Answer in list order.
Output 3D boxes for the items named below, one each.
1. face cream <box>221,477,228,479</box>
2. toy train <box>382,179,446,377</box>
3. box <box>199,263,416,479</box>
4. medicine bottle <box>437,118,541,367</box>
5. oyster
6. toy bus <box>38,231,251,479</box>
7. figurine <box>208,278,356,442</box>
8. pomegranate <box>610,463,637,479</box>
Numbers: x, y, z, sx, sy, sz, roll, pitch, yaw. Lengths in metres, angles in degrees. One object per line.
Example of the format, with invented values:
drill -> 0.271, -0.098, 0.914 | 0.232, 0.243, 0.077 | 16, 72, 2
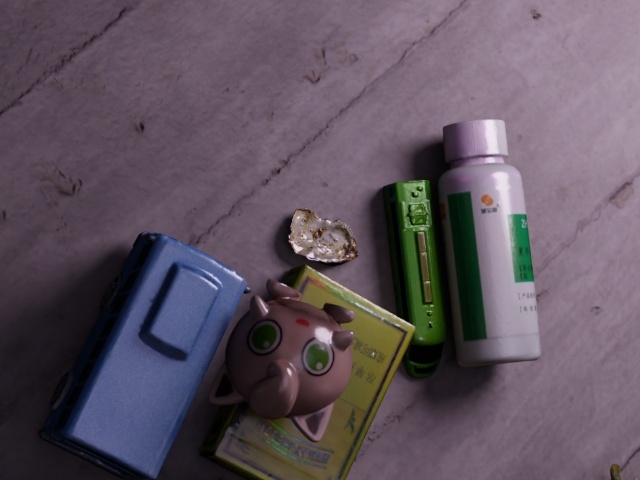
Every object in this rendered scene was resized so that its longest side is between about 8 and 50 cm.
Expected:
face cream -> -0.107, 0.301, 1.686 | 0.070, 0.224, 0.114 | -15, 89, 17
toy train -> 0.104, 0.041, 1.869 | 0.044, 0.042, 0.209 | -5, 85, -20
box -> -0.013, 0.154, 1.803 | 0.141, 0.064, 0.220 | 31, 76, -14
medicine bottle -> 0.177, 0.003, 1.872 | 0.095, 0.095, 0.260 | -5, 87, -20
oyster -> 0.003, 0.001, 1.850 | 0.083, 0.019, 0.054 | 20, 76, -15
toy bus -> -0.168, 0.109, 1.713 | 0.116, 0.133, 0.234 | 28, 76, -14
figurine -> -0.031, 0.115, 1.703 | 0.125, 0.125, 0.138 | 27, 78, -15
pomegranate -> 0.289, 0.332, 1.865 | 0.220, 0.156, 0.156 | -34, 97, -51
